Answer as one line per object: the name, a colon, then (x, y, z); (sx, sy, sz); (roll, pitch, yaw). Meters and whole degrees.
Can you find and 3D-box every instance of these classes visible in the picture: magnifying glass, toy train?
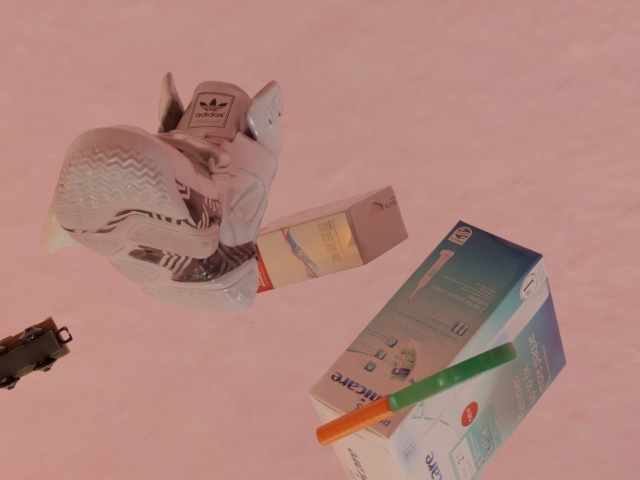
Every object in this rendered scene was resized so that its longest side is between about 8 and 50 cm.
magnifying glass: (0.095, 0.157, 1.327); (0.231, 0.092, 0.026); (-26, 81, 25)
toy train: (-0.209, 0.085, 0.725); (0.158, 0.036, 0.027); (-26, 95, -1)

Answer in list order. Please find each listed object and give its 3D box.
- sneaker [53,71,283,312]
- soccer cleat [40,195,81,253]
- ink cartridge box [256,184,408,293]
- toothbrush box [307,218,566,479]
sneaker: (-0.128, -0.075, 1.194); (0.137, 0.366, 0.210); (6, 72, 12)
soccer cleat: (-0.209, -0.035, 1.311); (0.068, 0.196, 0.076); (44, 116, 14)
ink cartridge box: (0.000, 0.000, 1.600); (0.175, 0.127, 0.072); (-15, 97, 33)
toothbrush box: (0.145, 0.161, 1.538); (0.126, 0.216, 0.295); (26, 60, 37)
